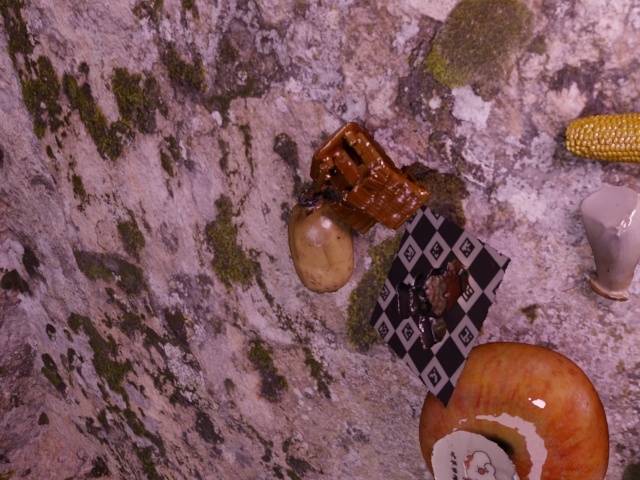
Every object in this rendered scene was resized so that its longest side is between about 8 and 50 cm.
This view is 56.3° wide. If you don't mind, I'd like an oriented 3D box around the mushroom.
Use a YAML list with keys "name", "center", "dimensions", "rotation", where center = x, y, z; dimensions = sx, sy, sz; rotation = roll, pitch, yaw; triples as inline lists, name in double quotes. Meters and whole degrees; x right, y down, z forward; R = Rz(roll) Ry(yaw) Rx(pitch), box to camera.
- name: "mushroom"
  center: [0.559, 0.011, 1.122]
  dimensions: [0.116, 0.093, 0.225]
  rotation: [17, 137, 53]

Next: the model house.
- name: "model house"
  center: [0.100, -0.115, 1.284]
  dimensions: [0.199, 0.220, 0.229]
  rotation: [-47, 72, 27]

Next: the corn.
- name: "corn"
  center: [0.555, -0.174, 1.011]
  dimensions: [0.260, 0.091, 0.091]
  rotation: [9, 102, 36]

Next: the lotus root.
- name: "lotus root"
  center: [0.000, 0.000, 1.467]
  dimensions: [0.160, 0.146, 0.284]
  rotation: [-4, 122, 15]

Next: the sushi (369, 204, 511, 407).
- name: "sushi"
  center: [0.262, 0.125, 1.299]
  dimensions: [0.320, 0.069, 0.339]
  rotation: [42, 119, 53]

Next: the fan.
- name: "fan"
  center: [0.359, 0.468, 1.139]
  dimensions: [0.329, 0.009, 0.190]
  rotation: [0, 98, 40]

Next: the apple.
- name: "apple"
  center: [0.419, 0.413, 1.301]
  dimensions: [0.401, 0.334, 0.399]
  rotation: [5, 99, 34]
